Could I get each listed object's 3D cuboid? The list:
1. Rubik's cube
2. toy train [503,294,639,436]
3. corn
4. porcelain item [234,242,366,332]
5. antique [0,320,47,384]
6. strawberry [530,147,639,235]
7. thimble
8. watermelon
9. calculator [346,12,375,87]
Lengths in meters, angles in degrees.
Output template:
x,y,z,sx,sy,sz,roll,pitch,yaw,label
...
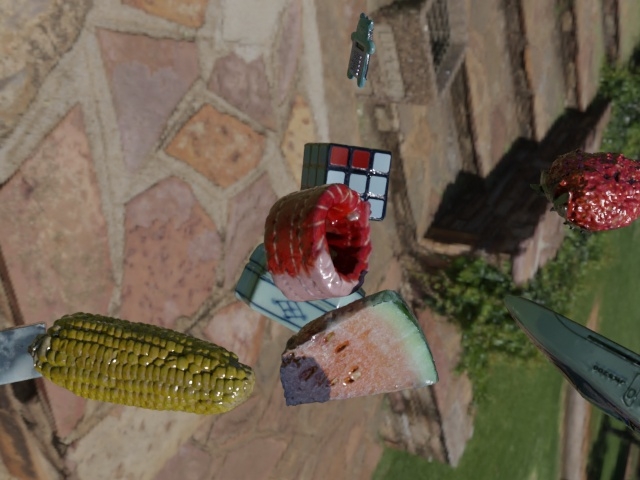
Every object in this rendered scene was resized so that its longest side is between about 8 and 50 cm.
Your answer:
x,y,z,sx,sy,sz,roll,pitch,yaw,label
0.054,-0.135,1.809,0.163,0.160,0.162,6,95,-22,Rubik's cube
0.206,0.104,0.479,0.048,0.252,0.055,-57,140,-3,toy train
-0.202,0.138,0.893,0.097,0.261,0.097,9,90,-82,corn
-0.039,0.119,1.850,0.157,0.281,0.286,-62,175,2,porcelain item
-0.533,0.192,1.297,0.088,0.183,0.086,169,-90,-73,antique
0.500,-0.093,1.379,0.174,0.228,0.098,-102,-167,-48,strawberry
-0.003,0.004,1.296,0.163,0.125,0.190,35,54,-44,thimble
0.045,0.182,1.322,0.140,0.256,0.193,-109,175,-72,watermelon
0.082,-0.386,1.621,0.019,0.094,0.141,-4,122,-26,calculator
